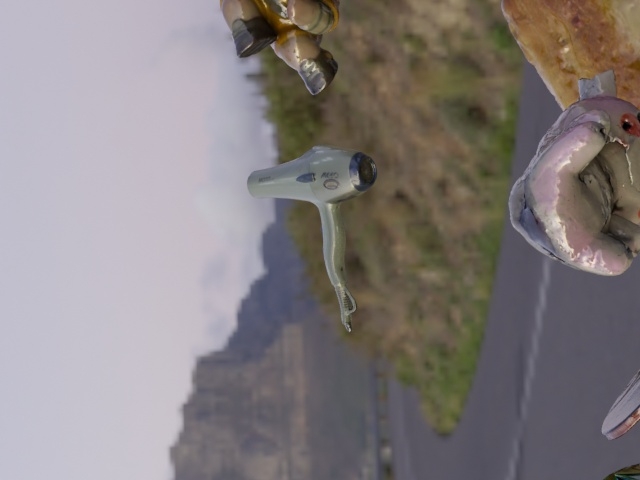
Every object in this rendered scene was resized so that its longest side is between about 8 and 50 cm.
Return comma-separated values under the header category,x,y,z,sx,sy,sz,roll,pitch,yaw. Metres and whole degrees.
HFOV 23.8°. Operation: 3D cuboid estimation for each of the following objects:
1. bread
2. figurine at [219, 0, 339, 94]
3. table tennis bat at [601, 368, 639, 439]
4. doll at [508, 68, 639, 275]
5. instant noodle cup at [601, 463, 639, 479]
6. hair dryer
category,x,y,z,sx,sy,sz,roll,pitch,yaw
bread,0.343,-0.168,1.551,0.195,0.149,0.344,-40,73,43
figurine,0.014,-0.270,1.318,0.257,0.192,0.167,-45,11,29
table tennis bat,0.342,0.103,1.458,0.220,0.019,0.130,-50,-2,-11
doll,0.216,-0.045,1.207,0.192,0.095,0.149,-38,-67,-55
instant noodle cup,0.378,0.343,1.497,0.240,0.178,0.240,1,-91,-46
hair dryer,-0.014,-0.011,1.693,0.067,0.167,0.199,-8,-74,-47
